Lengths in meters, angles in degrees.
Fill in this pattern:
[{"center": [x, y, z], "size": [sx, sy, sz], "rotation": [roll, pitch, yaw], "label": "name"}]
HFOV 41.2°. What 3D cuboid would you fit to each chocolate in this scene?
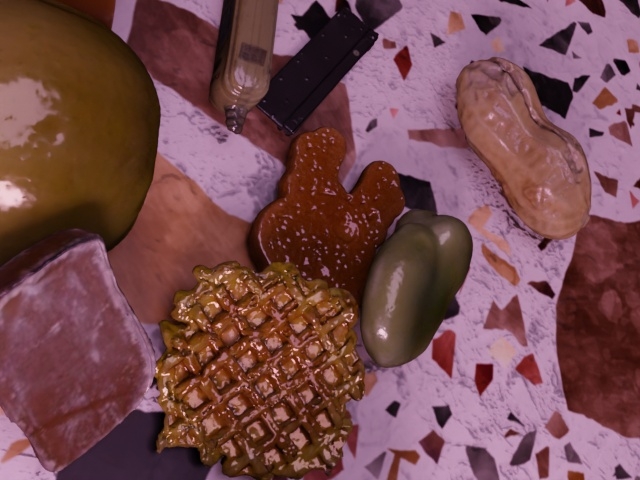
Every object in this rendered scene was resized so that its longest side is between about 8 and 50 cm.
[{"center": [-0.263, 0.100, 0.838], "size": [0.080, 0.254, 0.157], "rotation": [32, 59, 33], "label": "chocolate"}]

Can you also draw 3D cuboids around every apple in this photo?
[{"center": [-0.294, -0.115, 0.864], "size": [0.258, 0.233, 0.295], "rotation": [6, 73, -21], "label": "apple"}]

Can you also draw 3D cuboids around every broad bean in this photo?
[{"center": [0.114, 0.059, 1.074], "size": [0.228, 0.100, 0.169], "rotation": [-40, 132, -41], "label": "broad bean"}]

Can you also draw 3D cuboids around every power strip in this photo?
[{"center": [-0.095, -0.313, 1.107], "size": [0.066, 0.092, 0.387], "rotation": [12, 69, -22], "label": "power strip"}]

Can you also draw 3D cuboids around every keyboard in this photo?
[{"center": [-0.004, -0.235, 1.169], "size": [0.072, 0.023, 0.231], "rotation": [40, 61, -3], "label": "keyboard"}]

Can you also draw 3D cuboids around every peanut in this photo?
[{"center": [0.293, -0.133, 1.226], "size": [0.130, 0.130, 0.290], "rotation": [-36, 90, -30], "label": "peanut"}]

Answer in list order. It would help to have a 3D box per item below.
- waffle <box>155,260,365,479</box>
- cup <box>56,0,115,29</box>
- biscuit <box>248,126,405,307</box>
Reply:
[{"center": [-0.067, 0.148, 0.972], "size": [0.245, 0.052, 0.254], "rotation": [8, 84, -13], "label": "waffle"}, {"center": [-0.346, -0.344, 0.965], "size": [0.264, 0.182, 0.226], "rotation": [1, 41, -20], "label": "cup"}, {"center": [-0.001, 0.001, 1.083], "size": [0.186, 0.044, 0.295], "rotation": [31, 65, -11], "label": "biscuit"}]
